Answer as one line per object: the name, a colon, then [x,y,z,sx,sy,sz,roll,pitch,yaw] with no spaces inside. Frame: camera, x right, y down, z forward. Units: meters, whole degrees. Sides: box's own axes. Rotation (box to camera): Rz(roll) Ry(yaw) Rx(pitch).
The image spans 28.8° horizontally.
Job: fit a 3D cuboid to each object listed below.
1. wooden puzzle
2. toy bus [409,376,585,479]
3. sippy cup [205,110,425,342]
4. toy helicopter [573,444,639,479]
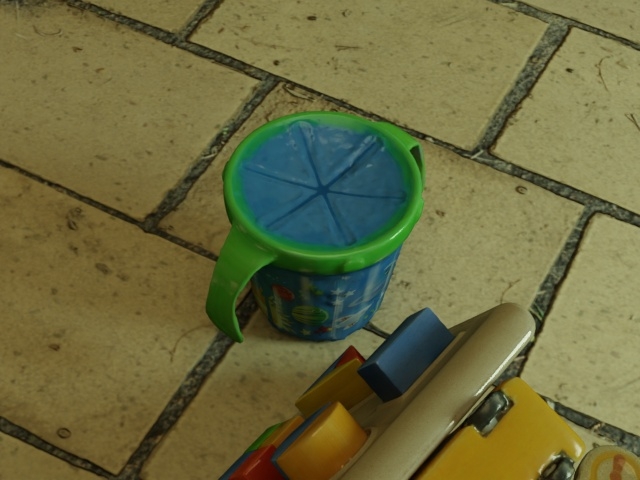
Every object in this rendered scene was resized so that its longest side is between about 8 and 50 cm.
wooden puzzle: [0.026,0.186,1.326,0.322,0.348,0.080,-42,98,-30]
toy bus: [0.104,0.281,1.174,0.108,0.130,0.332,44,62,5]
sippy cup: [0.000,0.000,1.527,0.305,0.224,0.240,-8,51,-8]
toy helicopter: [0.229,0.345,1.315,0.355,0.140,0.235,-32,64,-25]
